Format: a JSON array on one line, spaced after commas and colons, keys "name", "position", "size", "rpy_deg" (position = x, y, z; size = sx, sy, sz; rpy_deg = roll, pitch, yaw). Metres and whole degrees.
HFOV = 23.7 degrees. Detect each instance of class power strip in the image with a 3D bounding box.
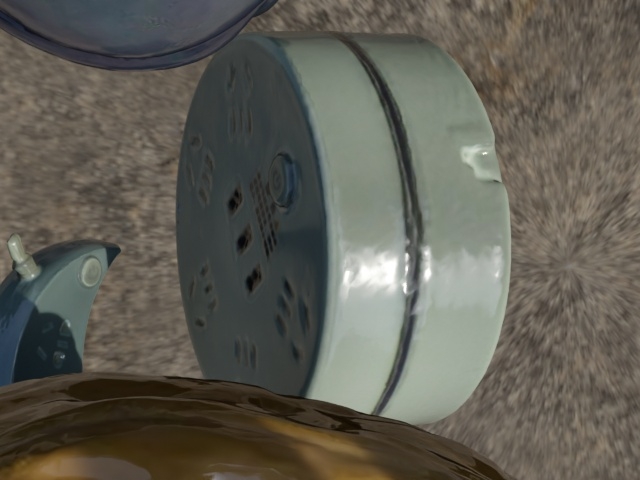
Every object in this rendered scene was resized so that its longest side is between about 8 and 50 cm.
[{"name": "power strip", "position": [0.000, 0.000, 1.268], "size": [0.161, 0.357, 0.357], "rpy_deg": [-4, 88, -25]}, {"name": "power strip", "position": [-0.220, 0.107, 1.274], "size": [0.054, 0.167, 0.253], "rpy_deg": [7, 112, 31]}]

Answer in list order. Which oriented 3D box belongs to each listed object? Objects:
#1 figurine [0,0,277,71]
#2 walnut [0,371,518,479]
[{"name": "figurine", "position": [-0.117, -0.179, 0.566], "size": [0.265, 0.197, 0.175], "rpy_deg": [30, 108, -4]}, {"name": "walnut", "position": [-0.029, 0.127, 0.392], "size": [0.226, 0.193, 0.193], "rpy_deg": [12, 91, -23]}]
